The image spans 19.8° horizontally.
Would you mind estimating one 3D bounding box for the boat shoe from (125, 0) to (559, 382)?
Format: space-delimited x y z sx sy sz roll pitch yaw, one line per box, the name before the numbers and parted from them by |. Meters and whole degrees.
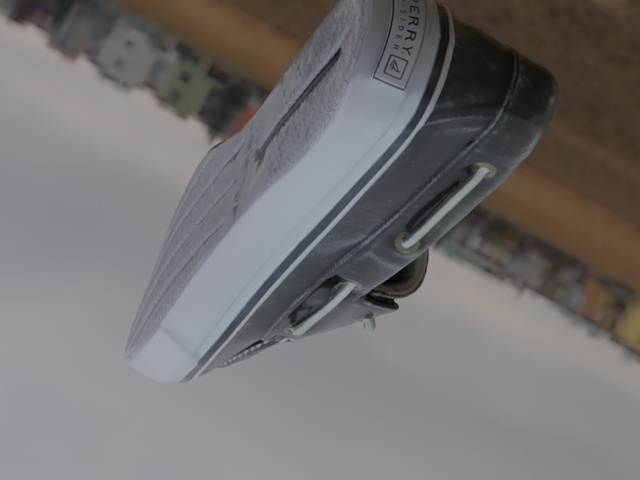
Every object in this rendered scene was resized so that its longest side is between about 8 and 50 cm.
boat shoe | 0.000 0.000 0.918 0.119 0.121 0.335 23 148 -16
